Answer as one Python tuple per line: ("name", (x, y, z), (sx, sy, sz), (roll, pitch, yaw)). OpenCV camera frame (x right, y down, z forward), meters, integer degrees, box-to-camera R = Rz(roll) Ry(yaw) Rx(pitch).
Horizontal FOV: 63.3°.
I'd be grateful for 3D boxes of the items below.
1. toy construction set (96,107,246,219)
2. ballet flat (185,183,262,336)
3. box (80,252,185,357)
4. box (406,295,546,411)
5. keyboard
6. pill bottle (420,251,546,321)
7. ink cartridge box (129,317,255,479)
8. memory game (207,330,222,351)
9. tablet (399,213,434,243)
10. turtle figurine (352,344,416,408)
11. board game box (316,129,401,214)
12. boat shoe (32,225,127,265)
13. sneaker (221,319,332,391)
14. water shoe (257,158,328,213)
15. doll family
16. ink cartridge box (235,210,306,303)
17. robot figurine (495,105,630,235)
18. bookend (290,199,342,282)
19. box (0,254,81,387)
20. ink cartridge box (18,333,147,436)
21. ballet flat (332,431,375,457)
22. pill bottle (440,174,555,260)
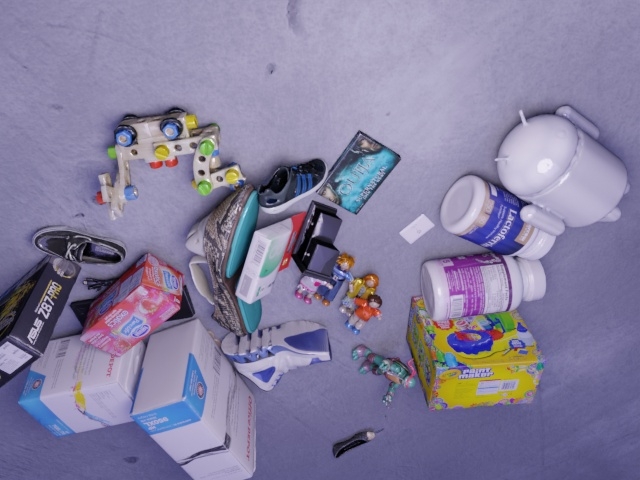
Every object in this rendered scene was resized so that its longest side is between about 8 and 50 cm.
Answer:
("toy construction set", (-0.341, -0.171, 1.153), (0.328, 0.151, 0.215), (-16, 125, -9))
("ballet flat", (-0.246, 0.057, 1.295), (0.182, 0.164, 0.482), (15, 133, 11))
("box", (-0.478, 0.169, 1.329), (0.257, 0.128, 0.123), (-37, 124, 21))
("box", (0.420, 0.304, 1.468), (0.290, 0.279, 0.177), (-3, 125, -5))
("keyboard", (-0.520, 0.160, 1.419), (0.317, 0.033, 0.201), (-9, 130, -2))
("pill bottle", (0.438, 0.119, 1.412), (0.302, 0.169, 0.169), (-7, 124, -2))
("ink cartridge box", (-0.339, 0.469, 1.478), (0.166, 0.285, 0.395), (-20, 124, 8))
("memory game", (-0.386, 0.325, 1.555), (0.186, 0.012, 0.186), (-3, 124, -5))
("tablet", (0.258, -0.030, 1.388), (0.083, 0.006, 0.054), (-40, 119, 20))
("turtle figurine", (0.201, 0.400, 1.546), (0.118, 0.234, 0.175), (-24, 118, -31))
("board game box", (0.091, -0.161, 1.268), (0.126, 0.026, 0.186), (26, 118, -22))
("boat shoe", (-0.594, 0.016, 1.280), (0.219, 0.070, 0.077), (9, 106, -15))
("sneaker", (-0.120, 0.348, 1.545), (0.316, 0.127, 0.182), (-4, 128, 5))
("water shoe", (-0.057, -0.139, 1.182), (0.203, 0.073, 0.080), (-43, 145, -27))
("doll family", (0.064, 0.122, 1.424), (0.263, 0.118, 0.163), (31, 124, -4))
("ink cartridge box", (-0.100, 0.037, 1.266), (0.056, 0.225, 0.181), (32, 118, 22))
("robot figurine", (0.559, -0.160, 1.214), (0.353, 0.200, 0.299), (27, 77, -22))
("bookend", (0.000, 0.000, 1.264), (0.072, 0.157, 0.156), (18, 101, -18))
("box", (-0.782, 0.241, 1.270), (0.395, 0.318, 0.097), (-35, 119, 18))
("ink cartridge box", (-0.633, 0.390, 1.449), (0.270, 0.198, 0.197), (-12, 132, 3))
("ballet flat", (0.122, 0.733, 1.865), (0.173, 0.049, 0.057), (-30, 123, 14))
("pill bottle", (0.449, -0.049, 1.308), (0.265, 0.153, 0.153), (20, 120, -19))
